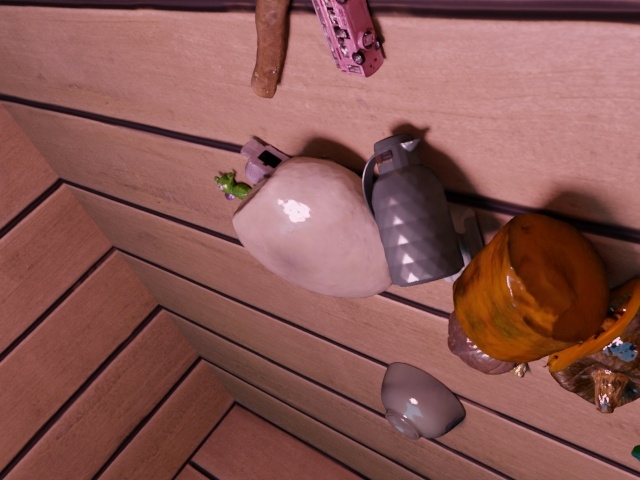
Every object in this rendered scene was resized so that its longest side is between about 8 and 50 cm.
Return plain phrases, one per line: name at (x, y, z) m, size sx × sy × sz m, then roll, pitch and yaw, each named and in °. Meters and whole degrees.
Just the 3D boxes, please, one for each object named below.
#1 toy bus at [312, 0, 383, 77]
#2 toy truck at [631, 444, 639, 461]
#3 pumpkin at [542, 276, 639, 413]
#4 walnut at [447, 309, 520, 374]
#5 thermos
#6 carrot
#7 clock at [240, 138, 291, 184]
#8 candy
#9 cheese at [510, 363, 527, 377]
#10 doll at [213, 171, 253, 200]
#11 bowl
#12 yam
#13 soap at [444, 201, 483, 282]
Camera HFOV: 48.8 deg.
toy bus at (0.044, -0.376, 1.197) m, size 0.090 × 0.063 × 0.203 m, roll 21°, pitch 147°, yaw 41°
toy truck at (0.766, 0.443, 1.398) m, size 0.177 × 0.178 × 0.363 m, roll 39°, pitch 152°, yaw 3°
pumpkin at (0.536, 0.201, 1.261) m, size 0.139 × 0.221 × 0.317 m, roll 37°, pitch 154°, yaw 0°
walnut at (0.371, 0.215, 1.594) m, size 0.178 × 0.178 × 0.230 m, roll 46°, pitch 166°, yaw -12°
thermos at (0.166, -0.060, 1.371) m, size 0.182 × 0.145 × 0.286 m, roll -17°, pitch 88°, yaw 53°
carrot at (0.384, 0.088, 1.275) m, size 0.242 × 0.241 × 0.340 m, roll 38°, pitch 158°, yaw 5°
clock at (-0.118, -0.162, 1.748) m, size 0.176 × 0.080 × 0.117 m, roll 33°, pitch 154°, yaw 17°
candy at (0.000, 0.000, 1.650) m, size 0.386 × 0.186 × 0.427 m, roll -18°, pitch 132°, yaw 43°
cheese at (0.467, 0.295, 1.728) m, size 0.060 × 0.041 × 0.084 m, roll 24°, pitch 162°, yaw 46°
doll at (-0.223, -0.139, 1.971) m, size 0.190 × 0.050 × 0.115 m, roll 26°, pitch 158°, yaw 25°
bowl at (0.297, 0.534, 2.232) m, size 0.289 × 0.146 × 0.289 m, roll 31°, pitch 154°, yaw 17°
yam at (-0.099, -0.386, 1.377) m, size 0.066 × 0.066 × 0.299 m, roll 36°, pitch 154°, yaw 11°
soap at (0.279, 0.010, 1.491) m, size 0.119 × 0.066 × 0.198 m, roll 17°, pitch 146°, yaw 37°
